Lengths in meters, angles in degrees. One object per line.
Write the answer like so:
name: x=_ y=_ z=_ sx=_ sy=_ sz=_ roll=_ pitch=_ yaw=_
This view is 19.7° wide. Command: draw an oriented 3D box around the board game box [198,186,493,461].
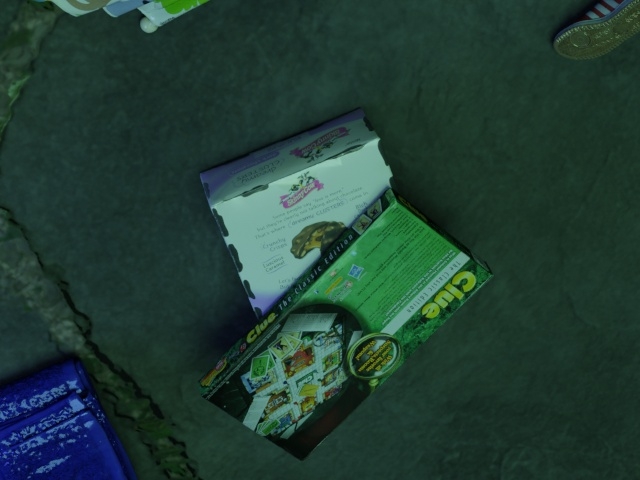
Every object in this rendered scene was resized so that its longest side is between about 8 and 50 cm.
board game box: x=0.022 y=0.081 z=1.699 sx=0.136 sy=0.030 sz=0.259 roll=38 pitch=105 yaw=-28

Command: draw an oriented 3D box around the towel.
towel: x=-0.329 y=0.261 z=1.762 sx=0.308 sy=0.076 sz=0.228 roll=-22 pitch=120 yaw=-2

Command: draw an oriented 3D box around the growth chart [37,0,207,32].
growth chart: x=-0.200 y=-0.221 z=1.502 sx=0.237 sy=0.172 sz=0.021 roll=14 pitch=70 yaw=-30

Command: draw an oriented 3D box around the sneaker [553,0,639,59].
sneaker: x=0.264 y=-0.212 z=1.678 sx=0.118 sy=0.067 sz=0.042 roll=-25 pitch=129 yaw=36

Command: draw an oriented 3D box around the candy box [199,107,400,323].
candy box: x=0.000 y=0.000 z=1.705 sx=0.165 sy=0.070 sz=0.196 roll=-22 pitch=122 yaw=-2
